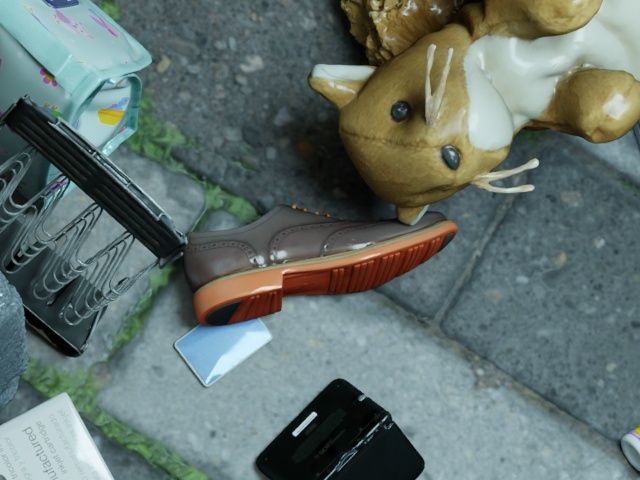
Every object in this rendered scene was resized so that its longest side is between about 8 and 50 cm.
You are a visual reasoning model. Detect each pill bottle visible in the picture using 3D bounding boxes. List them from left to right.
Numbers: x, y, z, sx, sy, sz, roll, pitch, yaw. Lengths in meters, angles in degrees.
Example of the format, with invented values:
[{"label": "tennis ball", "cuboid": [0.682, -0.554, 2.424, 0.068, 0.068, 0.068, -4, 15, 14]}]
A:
[{"label": "pill bottle", "cuboid": [0.340, 0.191, 1.554, 0.083, 0.043, 0.043, -31, 83, -16]}]

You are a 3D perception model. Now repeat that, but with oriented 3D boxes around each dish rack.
[{"label": "dish rack", "cuboid": [-0.237, -0.012, 1.378, 0.208, 0.271, 0.074, 41, 60, -11]}]

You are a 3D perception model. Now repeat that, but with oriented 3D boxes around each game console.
[{"label": "game console", "cuboid": [0.019, 0.213, 1.508, 0.107, 0.071, 0.122, 35, 69, 31]}]

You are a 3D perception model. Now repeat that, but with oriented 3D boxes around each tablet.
[{"label": "tablet", "cuboid": [-0.093, 0.097, 1.520, 0.083, 0.006, 0.054, -36, 84, -17]}]

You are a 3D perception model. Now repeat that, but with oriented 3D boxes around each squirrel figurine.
[{"label": "squirrel figurine", "cuboid": [0.167, -0.187, 1.493, 0.370, 0.397, 0.281, -40, 120, -2]}]

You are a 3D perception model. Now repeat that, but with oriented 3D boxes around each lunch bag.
[{"label": "lunch bag", "cuboid": [-0.275, -0.171, 1.422, 0.223, 0.262, 0.160, 44, 73, 4]}]

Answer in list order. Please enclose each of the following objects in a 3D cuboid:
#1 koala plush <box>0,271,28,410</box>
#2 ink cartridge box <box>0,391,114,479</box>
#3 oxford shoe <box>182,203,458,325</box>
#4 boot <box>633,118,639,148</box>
[{"label": "koala plush", "cuboid": [-0.391, 0.089, 1.402, 0.221, 0.203, 0.196, 38, 62, 23]}, {"label": "ink cartridge box", "cuboid": [-0.291, 0.289, 1.336, 0.270, 0.197, 0.198, -28, 82, -15]}, {"label": "oxford shoe", "cuboid": [0.000, 0.000, 1.518, 0.271, 0.097, 0.098, -13, 68, -16]}, {"label": "boot", "cuboid": [0.350, -0.179, 1.607, 0.095, 0.123, 0.258, -22, 81, -15]}]
